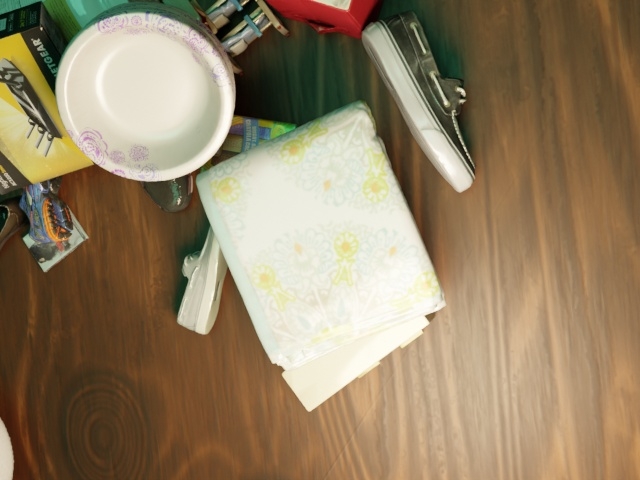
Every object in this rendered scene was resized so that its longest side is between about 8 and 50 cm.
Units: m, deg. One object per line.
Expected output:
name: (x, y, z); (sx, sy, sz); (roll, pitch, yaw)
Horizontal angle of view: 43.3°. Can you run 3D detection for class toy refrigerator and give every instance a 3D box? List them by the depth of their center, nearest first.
toy refrigerator: (0.072, 0.191, 1.444); (0.269, 0.102, 0.094); (-39, 82, 11)

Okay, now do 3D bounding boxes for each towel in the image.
towel: (0.000, 0.000, 1.346); (0.321, 0.090, 0.374); (-23, 93, 11)

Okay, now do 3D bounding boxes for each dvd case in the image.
dvd case: (-0.539, -0.005, 1.638); (0.119, 0.013, 0.087); (-36, 83, 11)

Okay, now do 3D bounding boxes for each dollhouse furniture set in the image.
dollhouse furniture set: (-0.163, -0.399, 1.448); (0.129, 0.184, 0.129); (-38, 82, 12)

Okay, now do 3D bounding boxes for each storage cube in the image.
storage cube: (0.014, -0.479, 1.399); (0.184, 0.193, 0.215); (19, 95, 13)

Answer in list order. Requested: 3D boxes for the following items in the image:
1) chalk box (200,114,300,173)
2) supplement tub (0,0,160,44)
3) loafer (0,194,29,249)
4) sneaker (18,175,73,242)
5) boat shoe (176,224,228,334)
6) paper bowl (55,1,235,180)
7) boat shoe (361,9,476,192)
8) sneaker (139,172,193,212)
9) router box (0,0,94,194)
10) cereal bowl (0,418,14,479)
chalk box: (-0.090, -0.148, 1.463); (0.213, 0.132, 0.132); (12, 94, 15)
supplement tub: (-0.470, -0.393, 1.503); (0.316, 0.228, 0.228); (-26, 85, 13)
loafer: (-0.686, -0.013, 1.640); (0.220, 0.078, 0.080); (-45, 81, 11)
sneaker: (-0.565, -0.095, 1.603); (0.087, 0.083, 0.221); (-20, 75, 22)
boat shoe: (-0.226, 0.063, 1.527); (0.081, 0.079, 0.227); (14, 98, 9)
paper bowl: (-0.284, -0.253, 1.347); (0.284, 0.148, 0.284); (-2, 116, -4)
boat shoe: (0.196, -0.249, 1.394); (0.119, 0.121, 0.335); (-29, 90, 2)
sneaker: (-0.340, -0.184, 1.508); (0.106, 0.162, 0.281); (-22, 85, 13)
router box: (-0.529, -0.240, 1.420); (0.243, 0.309, 0.081); (-18, 50, 3)
cereal bowl: (-0.765, 0.448, 1.638); (0.339, 0.141, 0.339); (0, 91, 15)
